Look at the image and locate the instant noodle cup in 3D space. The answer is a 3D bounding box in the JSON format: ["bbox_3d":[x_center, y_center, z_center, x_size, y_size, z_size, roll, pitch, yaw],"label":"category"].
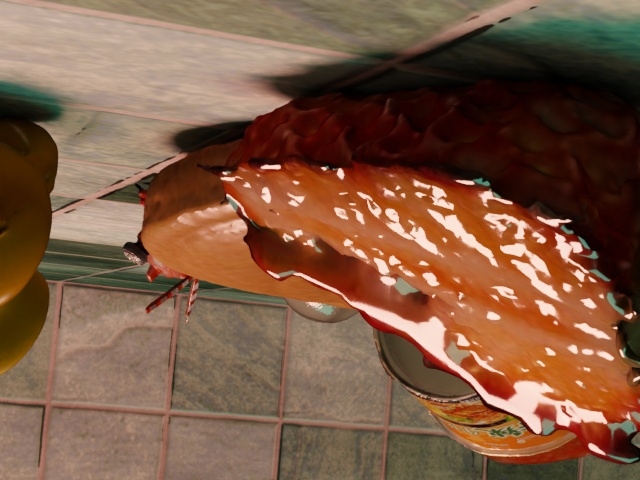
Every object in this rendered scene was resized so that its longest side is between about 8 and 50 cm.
[{"bbox_3d":[0.166,0.093,1.426,0.230,0.230,0.182,2,165,28],"label":"instant noodle cup"}]

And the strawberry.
[{"bbox_3d":[0.108,-0.005,0.801,0.280,0.150,0.253,8,146,50],"label":"strawberry"}]

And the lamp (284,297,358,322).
[{"bbox_3d":[0.006,0.035,1.482,0.105,0.105,0.105,5,174,0],"label":"lamp"}]

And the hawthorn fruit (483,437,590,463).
[{"bbox_3d":[0.279,0.124,1.657,0.300,0.254,0.254,-22,175,-3],"label":"hawthorn fruit"}]

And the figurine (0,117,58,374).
[{"bbox_3d":[-0.283,-0.008,0.982,0.228,0.215,0.215,27,-177,23],"label":"figurine"}]

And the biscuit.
[{"bbox_3d":[0.091,0.005,1.080,0.455,0.078,0.350,6,169,-16],"label":"biscuit"}]

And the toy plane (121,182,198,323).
[{"bbox_3d":[-0.152,0.003,1.345,0.077,0.126,0.194,32,-177,16],"label":"toy plane"}]
